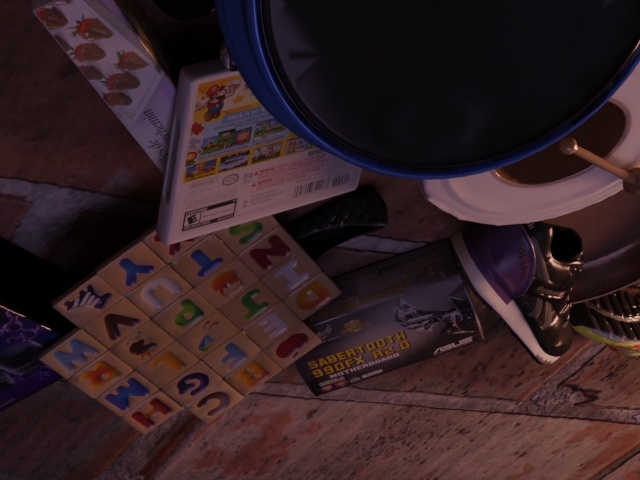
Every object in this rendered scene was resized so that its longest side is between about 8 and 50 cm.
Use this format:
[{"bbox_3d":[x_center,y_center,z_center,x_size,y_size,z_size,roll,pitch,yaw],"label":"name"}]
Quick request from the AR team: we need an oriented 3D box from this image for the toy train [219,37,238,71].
[{"bbox_3d":[-0.002,-0.194,1.363,0.184,0.105,0.080,-11,151,-10],"label":"toy train"}]

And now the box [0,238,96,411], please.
[{"bbox_3d":[-0.397,0.114,1.674,0.261,0.103,0.184,-29,144,20],"label":"box"}]

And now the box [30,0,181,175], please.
[{"bbox_3d":[-0.165,-0.149,1.399,0.063,0.067,0.324,-22,147,8],"label":"box"}]

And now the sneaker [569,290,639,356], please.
[{"bbox_3d":[0.401,0.120,2.063,0.208,0.081,0.094,8,143,-34],"label":"sneaker"}]

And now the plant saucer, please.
[{"bbox_3d":[0.313,-0.020,1.833,0.311,0.050,0.310,-12,147,-8],"label":"plant saucer"}]

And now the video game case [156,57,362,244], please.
[{"bbox_3d":[-0.043,-0.102,1.479,0.227,0.026,0.206,-17,141,-29],"label":"video game case"}]

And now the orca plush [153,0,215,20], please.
[{"bbox_3d":[-0.054,-0.261,1.238,0.151,0.102,0.287,17,135,-42],"label":"orca plush"}]

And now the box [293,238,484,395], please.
[{"bbox_3d":[0.072,0.098,1.901,0.231,0.056,0.183,-19,149,4],"label":"box"}]

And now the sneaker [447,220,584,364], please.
[{"bbox_3d":[0.260,0.051,1.784,0.124,0.107,0.283,-31,146,13],"label":"sneaker"}]

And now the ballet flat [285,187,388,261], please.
[{"bbox_3d":[0.000,0.000,1.721,0.173,0.049,0.057,-34,144,26],"label":"ballet flat"}]

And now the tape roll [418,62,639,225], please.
[{"bbox_3d":[0.224,-0.134,1.567,0.286,0.100,0.286,-12,149,-7],"label":"tape roll"}]

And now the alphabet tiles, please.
[{"bbox_3d":[-0.135,0.090,1.699,0.285,0.011,0.342,-36,144,4],"label":"alphabet tiles"}]

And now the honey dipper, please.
[{"bbox_3d":[0.293,-0.074,1.571,0.030,0.030,0.161,-36,141,29],"label":"honey dipper"}]

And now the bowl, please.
[{"bbox_3d":[0.109,-0.222,1.219,0.391,0.077,0.391,-10,124,-15],"label":"bowl"}]
